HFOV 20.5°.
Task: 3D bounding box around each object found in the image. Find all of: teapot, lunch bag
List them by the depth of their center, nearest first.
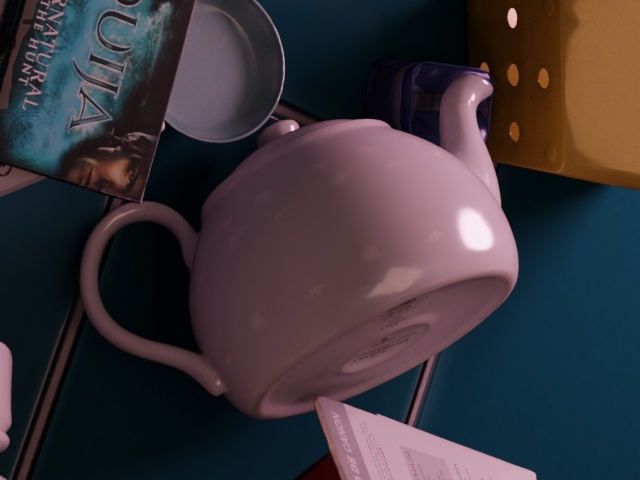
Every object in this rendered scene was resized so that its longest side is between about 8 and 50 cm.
[{"bbox_3d":[0.000,0.000,1.256,0.256,0.252,0.187,-2,59,-57],"label":"teapot"},{"bbox_3d":[0.091,-0.105,1.383,0.098,0.065,0.067,1,96,-37],"label":"lunch bag"}]

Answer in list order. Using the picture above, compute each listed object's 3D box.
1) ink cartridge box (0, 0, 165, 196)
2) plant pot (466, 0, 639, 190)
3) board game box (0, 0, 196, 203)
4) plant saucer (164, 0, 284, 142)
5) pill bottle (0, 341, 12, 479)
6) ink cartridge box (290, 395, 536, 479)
[{"bbox_3d":[-0.221,-0.188,1.132,0.185,0.065,0.311,-25,114,-34],"label":"ink cartridge box"},{"bbox_3d":[0.232,-0.138,1.410,0.187,0.212,0.212,-7,101,-25],"label":"plant pot"},{"bbox_3d":[-0.147,-0.128,1.147,0.126,0.026,0.186,17,86,-39],"label":"board game box"},{"bbox_3d":[-0.082,-0.127,1.261,0.119,0.021,0.119,4,82,-31],"label":"plant saucer"},{"bbox_3d":[-0.272,0.237,1.023,0.204,0.204,0.361,12,71,-38],"label":"pill bottle"},{"bbox_3d":[0.086,0.292,1.270,0.130,0.309,0.272,-42,136,23],"label":"ink cartridge box"}]
